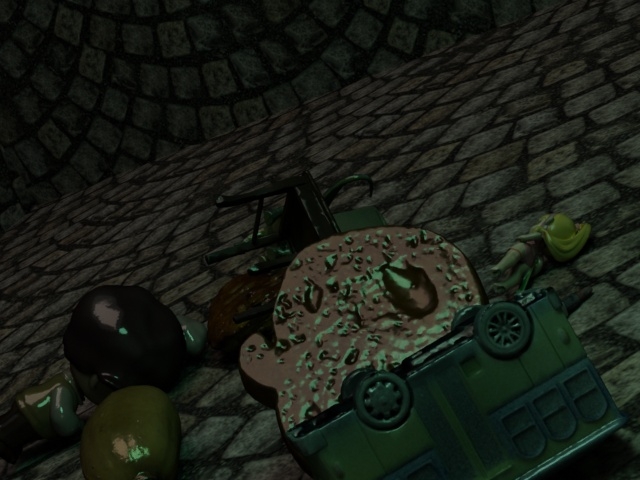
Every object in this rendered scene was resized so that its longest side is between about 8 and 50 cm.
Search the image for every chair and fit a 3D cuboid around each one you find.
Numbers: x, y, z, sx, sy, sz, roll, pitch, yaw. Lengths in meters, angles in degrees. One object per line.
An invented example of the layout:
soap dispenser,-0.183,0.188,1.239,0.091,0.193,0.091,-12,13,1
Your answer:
chair,0.000,0.000,2.001,0.319,0.160,0.186,-15,-31,-22

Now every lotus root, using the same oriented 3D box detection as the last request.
lotus root,-0.267,0.286,1.831,0.146,0.131,0.303,-26,16,1

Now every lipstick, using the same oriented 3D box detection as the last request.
lipstick,0.318,0.087,1.703,0.107,0.025,0.025,-29,15,-29

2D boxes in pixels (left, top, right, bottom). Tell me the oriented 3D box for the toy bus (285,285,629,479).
toy bus,0.136,0.191,1.358,0.312,0.190,0.152,-29,0,-7

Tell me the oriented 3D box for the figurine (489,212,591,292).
figurine,0.311,0.018,1.854,0.187,0.083,0.083,-32,15,-37

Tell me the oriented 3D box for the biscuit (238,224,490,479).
biscuit,0.056,0.143,1.564,0.314,0.063,0.368,-10,52,9

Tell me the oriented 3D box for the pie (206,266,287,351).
pie,-0.069,0.094,2.178,0.308,0.086,0.308,-27,11,5

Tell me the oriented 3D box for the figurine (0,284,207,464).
figurine,-0.374,0.239,2.163,0.365,0.206,0.218,-52,-6,0

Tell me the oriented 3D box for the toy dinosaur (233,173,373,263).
toy dinosaur,-0.050,-0.022,2.203,0.147,0.076,0.363,-29,-6,-36
